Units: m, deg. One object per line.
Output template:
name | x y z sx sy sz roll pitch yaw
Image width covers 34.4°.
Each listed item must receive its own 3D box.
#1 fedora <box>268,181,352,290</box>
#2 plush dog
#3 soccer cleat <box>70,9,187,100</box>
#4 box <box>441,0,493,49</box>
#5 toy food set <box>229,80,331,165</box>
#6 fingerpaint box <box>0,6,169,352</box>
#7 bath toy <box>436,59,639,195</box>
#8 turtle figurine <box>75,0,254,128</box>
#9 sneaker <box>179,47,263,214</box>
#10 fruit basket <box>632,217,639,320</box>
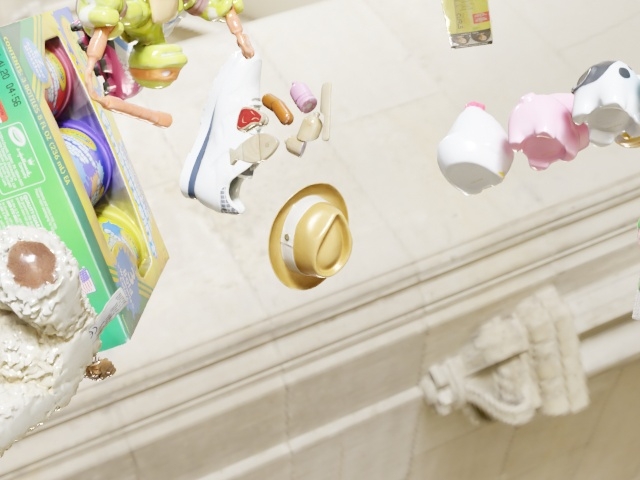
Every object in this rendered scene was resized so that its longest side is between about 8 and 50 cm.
fedora | 0.000 0.000 1.766 0.079 0.194 0.194 21 -49 45
plush dog | -0.363 0.097 1.141 0.225 0.262 0.210 21 0 21
soccer cleat | -0.188 -0.244 1.109 0.116 0.143 0.331 63 -13 5
box | 0.265 -0.431 1.885 0.232 0.087 0.058 57 29 -68
toy food set | -0.035 -0.113 0.988 0.122 0.019 0.078 -4 -101 37
fingerpaint box | -0.389 -0.092 1.500 0.371 0.163 0.445 -89 160 -73
bath toy | 0.307 -0.155 1.300 0.151 0.348 0.129 38 49 -37
turtle figurine | -0.119 -0.198 0.714 0.269 0.087 0.217 -42 130 -65
sneaker | -0.116 -0.153 1.458 0.095 0.090 0.235 23 -76 21
fruit basket | 0.672 0.001 1.999 0.353 0.165 0.327 -174 -86 -84
